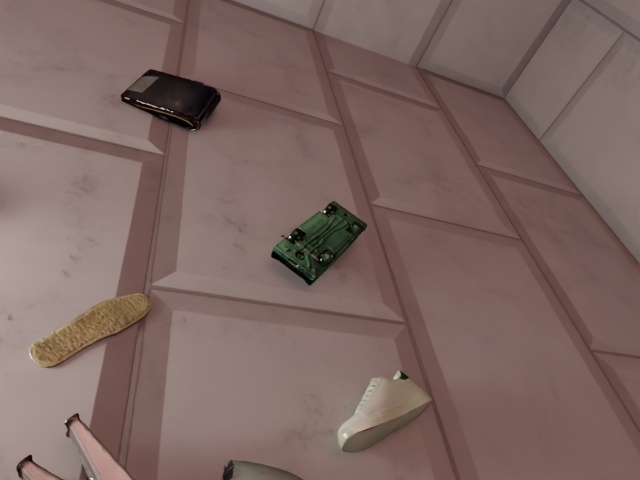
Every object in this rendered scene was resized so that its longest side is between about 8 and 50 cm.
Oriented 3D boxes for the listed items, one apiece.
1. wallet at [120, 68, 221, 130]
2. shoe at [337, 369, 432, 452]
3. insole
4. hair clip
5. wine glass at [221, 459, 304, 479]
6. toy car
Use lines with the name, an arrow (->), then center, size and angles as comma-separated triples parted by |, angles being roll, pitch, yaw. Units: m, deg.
wallet -> -0.482, -0.462, 1.637 | 0.262, 0.071, 0.221 | 20, 43, -5
shoe -> 0.116, 0.349, 1.048 | 0.265, 0.095, 0.110 | -3, 42, -42
insole -> -0.439, 0.165, 0.974 | 0.081, 0.011, 0.248 | 40, 39, 14
hair clip -> -0.290, 0.409, 0.725 | 0.331, 0.085, 0.101 | 39, 41, 12
wine glass -> -0.017, 0.454, 0.799 | 0.321, 0.143, 0.143 | 23, 38, -6
toy car -> 0.000, 0.000, 1.364 | 0.141, 0.097, 0.321 | 36, 39, 11
